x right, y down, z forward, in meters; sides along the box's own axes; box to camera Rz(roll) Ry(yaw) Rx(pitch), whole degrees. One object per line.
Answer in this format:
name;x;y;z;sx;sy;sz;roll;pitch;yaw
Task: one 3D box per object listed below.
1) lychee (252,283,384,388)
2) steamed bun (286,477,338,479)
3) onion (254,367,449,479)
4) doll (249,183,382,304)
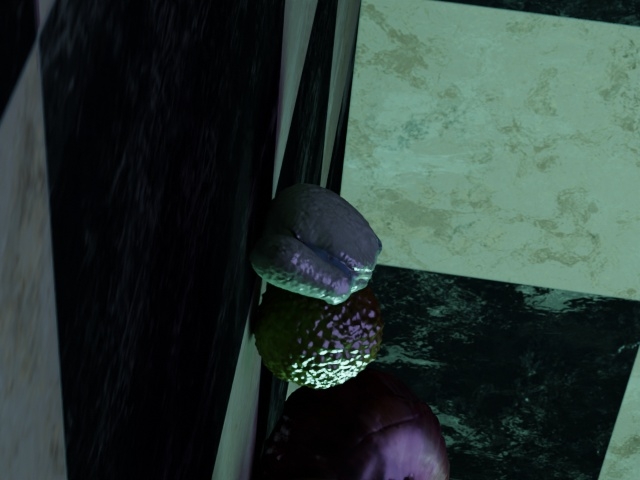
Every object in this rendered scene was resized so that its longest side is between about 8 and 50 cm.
lychee;-0.003;0.072;1.360;0.146;0.114;0.114;-15;114;-68
steamed bun;0.062;0.356;1.171;0.235;0.248;0.379;-76;152;-44
onion;0.018;0.257;1.688;0.252;0.219;0.252;-17;113;-46
doll;0.000;0.000;1.284;0.071;0.103;0.214;-59;176;15
